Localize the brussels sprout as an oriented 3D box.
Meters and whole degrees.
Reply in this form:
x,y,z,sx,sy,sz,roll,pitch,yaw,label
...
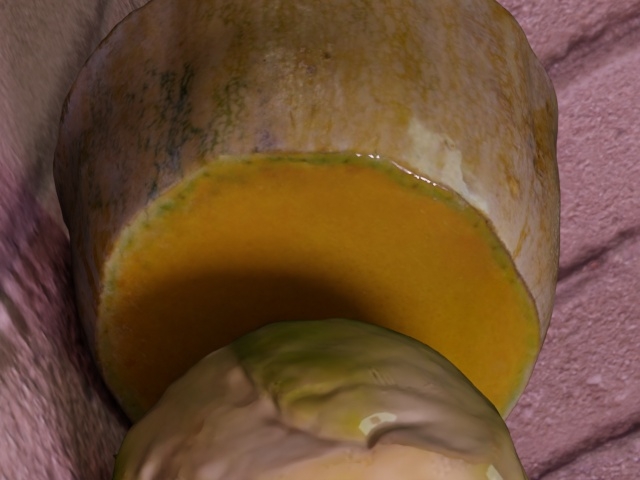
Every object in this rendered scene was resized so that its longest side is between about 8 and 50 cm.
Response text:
x,y,z,sx,sy,sz,roll,pitch,yaw,label
0.007,0.175,1.020,0.259,0.227,0.294,55,-17,8,brussels sprout

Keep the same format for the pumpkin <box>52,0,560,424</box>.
x,y,z,sx,sy,sz,roll,pitch,yaw,label
0.000,0.000,1.192,0.332,0.332,0.199,55,15,-30,pumpkin
